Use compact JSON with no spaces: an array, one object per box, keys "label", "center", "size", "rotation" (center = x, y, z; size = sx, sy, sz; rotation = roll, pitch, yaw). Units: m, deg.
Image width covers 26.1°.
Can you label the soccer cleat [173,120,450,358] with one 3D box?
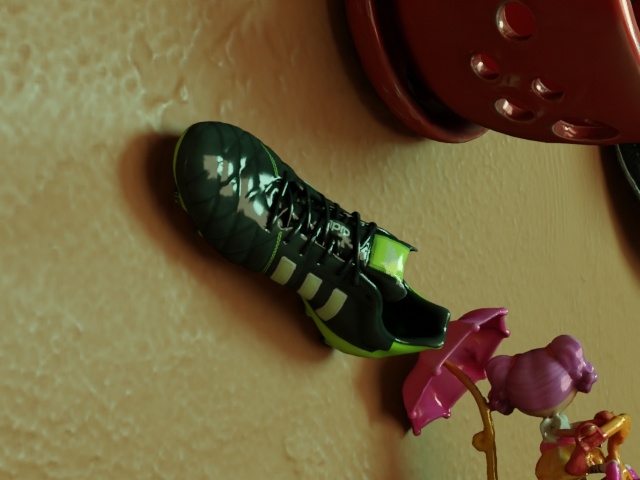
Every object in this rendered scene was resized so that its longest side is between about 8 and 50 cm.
[{"label":"soccer cleat","center":[0.000,0.000,0.647],"size":[0.179,0.072,0.060],"rotation":[45,53,-43]}]

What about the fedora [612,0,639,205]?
[{"label":"fedora","center":[0.370,-0.128,1.012],"size":[0.334,0.152,0.334],"rotation":[3,83,-27]}]

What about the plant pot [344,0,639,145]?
[{"label":"plant pot","center":[0.117,-0.143,0.734],"size":[0.191,0.174,0.191],"rotation":[5,83,-54]}]

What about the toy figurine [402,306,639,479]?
[{"label":"toy figurine","center":[0.113,0.112,0.740],"size":[0.130,0.173,0.159],"rotation":[-12,84,-66]}]
